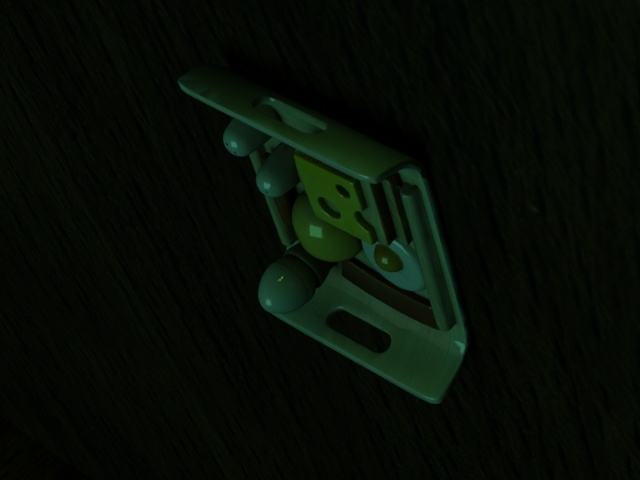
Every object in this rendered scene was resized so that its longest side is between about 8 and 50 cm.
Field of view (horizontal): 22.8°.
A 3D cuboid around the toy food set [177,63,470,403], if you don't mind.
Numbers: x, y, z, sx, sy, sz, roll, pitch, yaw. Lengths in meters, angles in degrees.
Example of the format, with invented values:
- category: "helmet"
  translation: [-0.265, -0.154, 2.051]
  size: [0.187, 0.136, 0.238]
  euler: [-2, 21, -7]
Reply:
- category: "toy food set"
  translation: [0.000, 0.000, 1.363]
  size: [0.219, 0.092, 0.306]
  euler: [28, 154, 33]
